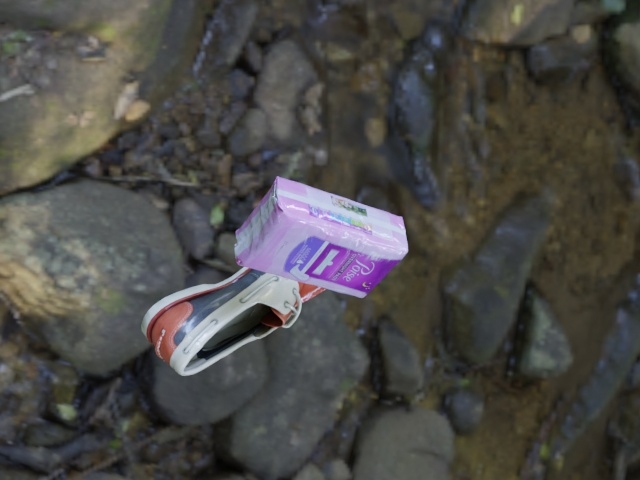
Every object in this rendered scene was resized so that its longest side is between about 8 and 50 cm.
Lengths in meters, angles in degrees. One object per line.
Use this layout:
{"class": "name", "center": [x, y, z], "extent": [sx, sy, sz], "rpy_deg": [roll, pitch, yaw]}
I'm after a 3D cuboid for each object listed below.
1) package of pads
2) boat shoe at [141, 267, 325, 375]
{"class": "package of pads", "center": [0.000, 0.000, 0.646], "extent": [0.083, 0.050, 0.032], "rpy_deg": [17, 45, -27]}
{"class": "boat shoe", "center": [-0.038, 0.039, 0.712], "extent": [0.137, 0.043, 0.049], "rpy_deg": [-23, 136, -29]}
